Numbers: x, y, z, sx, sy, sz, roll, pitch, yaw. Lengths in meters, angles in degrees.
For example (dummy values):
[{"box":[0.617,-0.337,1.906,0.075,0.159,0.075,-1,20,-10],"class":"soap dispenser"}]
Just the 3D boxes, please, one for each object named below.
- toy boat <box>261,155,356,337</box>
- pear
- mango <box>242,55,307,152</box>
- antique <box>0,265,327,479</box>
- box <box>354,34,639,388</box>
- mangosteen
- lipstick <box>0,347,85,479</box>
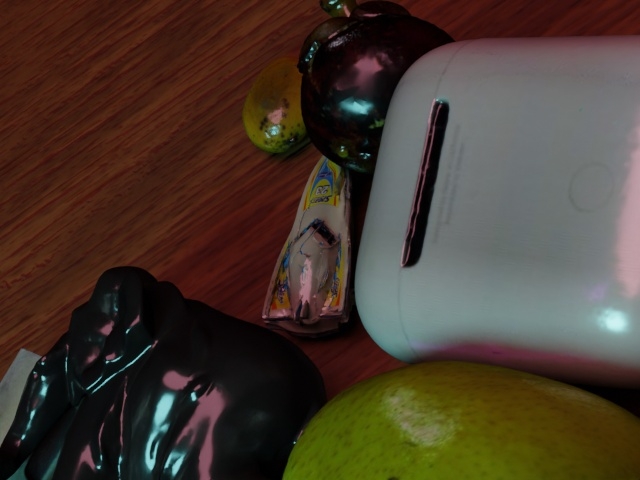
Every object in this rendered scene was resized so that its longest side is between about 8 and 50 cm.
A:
[{"box":[0.000,0.000,1.840,0.084,0.066,0.210,-7,57,24],"class":"toy boat"},{"box":[0.091,0.214,1.525,0.342,0.238,0.318,-49,35,10],"class":"pear"},{"box":[-0.039,-0.137,1.957,0.079,0.057,0.114,-16,46,25],"class":"mango"},{"box":[-0.135,0.169,1.740,0.322,0.185,0.255,17,76,32],"class":"antique"},{"box":[0.189,-0.028,1.615,0.349,0.141,0.289,3,79,42],"class":"box"},{"box":[0.064,-0.147,1.840,0.172,0.172,0.184,-10,35,24],"class":"mangosteen"},{"box":[-0.308,0.231,1.855,0.077,0.079,0.253,18,70,37],"class":"lipstick"}]
